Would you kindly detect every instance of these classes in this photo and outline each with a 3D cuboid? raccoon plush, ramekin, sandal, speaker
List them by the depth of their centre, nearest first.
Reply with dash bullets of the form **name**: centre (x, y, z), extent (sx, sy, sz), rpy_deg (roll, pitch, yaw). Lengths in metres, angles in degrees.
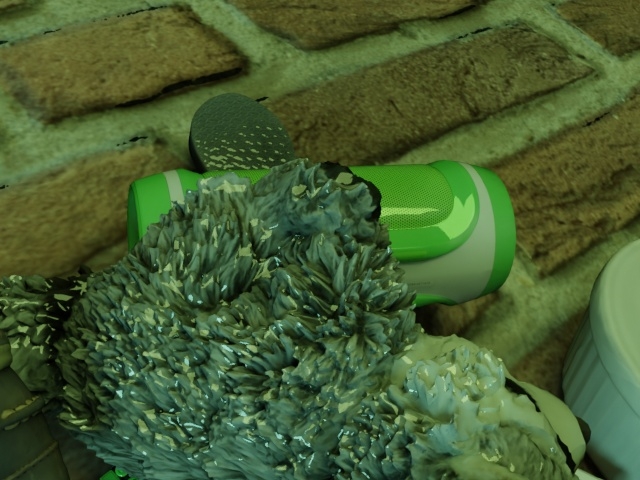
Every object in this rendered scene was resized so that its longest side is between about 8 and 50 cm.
- **raccoon plush**: centre (-0.067, 0.148, 0.509), extent (0.446, 0.216, 0.299), rpy_deg (-22, 42, -1)
- **speaker**: centre (0.000, 0.000, 0.701), extent (0.296, 0.131, 0.131), rpy_deg (-3, 48, -17)
- **ramekin**: centre (0.337, 0.131, 0.747), extent (0.273, 0.127, 0.273), rpy_deg (11, 43, -11)
- **sandal**: centre (-0.051, -0.033, 0.818), extent (0.097, 0.054, 0.254), rpy_deg (-19, 66, -27)

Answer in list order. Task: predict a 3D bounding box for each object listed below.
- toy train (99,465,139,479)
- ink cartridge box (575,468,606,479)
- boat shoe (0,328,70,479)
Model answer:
- **toy train**: centre (-0.118, 0.185, 0.586), extent (0.024, 0.017, 0.083), rpy_deg (-35, 66, -32)
- **ink cartridge box**: centre (0.090, 0.256, 0.566), extent (0.186, 0.065, 0.311), rpy_deg (25, 40, 5)
- **boat shoe**: centre (-0.271, 0.180, 0.385), extent (0.355, 0.132, 0.130), rpy_deg (-37, 92, -9)
